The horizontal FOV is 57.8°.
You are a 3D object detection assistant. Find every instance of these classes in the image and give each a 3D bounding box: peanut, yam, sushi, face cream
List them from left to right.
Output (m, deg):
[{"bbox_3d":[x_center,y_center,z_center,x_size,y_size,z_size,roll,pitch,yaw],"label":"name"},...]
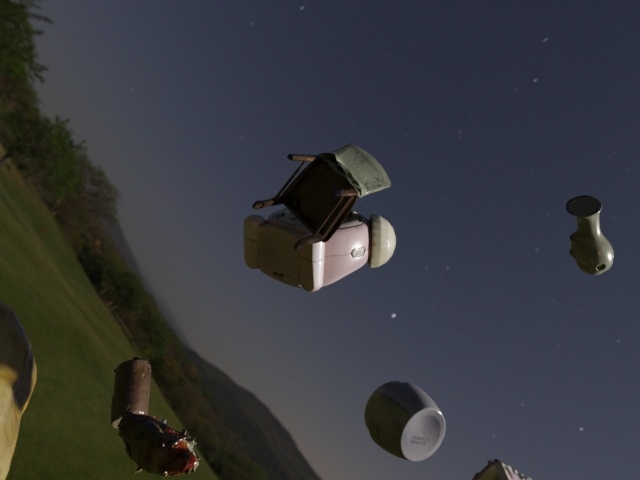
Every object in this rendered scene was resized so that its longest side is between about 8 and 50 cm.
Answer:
[{"bbox_3d":[-0.395,0.168,0.632,0.306,0.146,0.147,-110,179,-57],"label":"peanut"},{"bbox_3d":[-0.395,0.320,1.213,0.084,0.084,0.127,78,-2,-48],"label":"yam"},{"bbox_3d":[-0.300,0.393,1.086,0.226,0.097,0.103,10,-8,44],"label":"sushi"},{"bbox_3d":[0.138,0.295,0.949,0.104,0.117,0.117,21,-39,59],"label":"face cream"}]

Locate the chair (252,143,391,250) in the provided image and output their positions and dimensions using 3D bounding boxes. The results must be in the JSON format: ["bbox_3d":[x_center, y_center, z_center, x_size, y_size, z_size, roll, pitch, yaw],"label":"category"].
[{"bbox_3d":[0.013,-0.110,1.321,0.160,0.319,0.186,43,-66,12],"label":"chair"}]

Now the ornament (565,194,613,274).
[{"bbox_3d":[0.519,-0.003,1.122,0.075,0.081,0.156,-103,170,-60],"label":"ornament"}]

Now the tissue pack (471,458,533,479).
[{"bbox_3d":[0.234,0.485,0.731,0.125,0.242,0.344,30,17,-11],"label":"tissue pack"}]

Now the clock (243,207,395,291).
[{"bbox_3d":[0.000,0.000,1.572,0.342,0.325,0.184,23,-59,39],"label":"clock"}]
